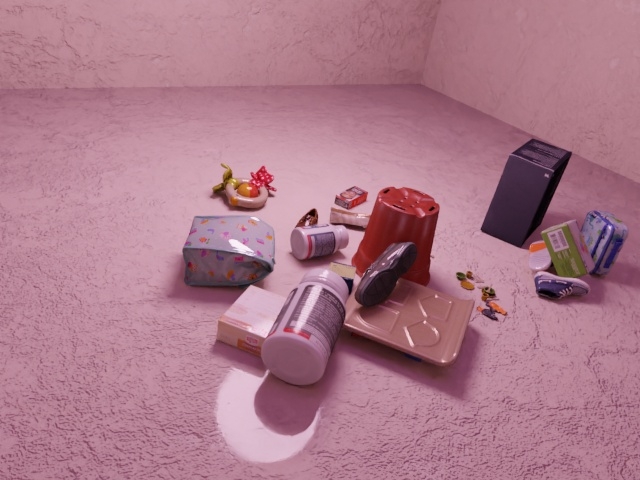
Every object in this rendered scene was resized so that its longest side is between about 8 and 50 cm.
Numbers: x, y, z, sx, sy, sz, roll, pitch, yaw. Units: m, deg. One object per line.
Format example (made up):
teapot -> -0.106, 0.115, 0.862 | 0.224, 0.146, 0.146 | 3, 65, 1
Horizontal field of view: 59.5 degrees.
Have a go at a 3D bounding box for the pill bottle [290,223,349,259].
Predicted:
pill bottle -> 0.000, 0.000, 1.872 | 0.180, 0.108, 0.108 | -8, 35, -30

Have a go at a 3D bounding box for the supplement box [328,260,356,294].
supplement box -> 0.063, 0.116, 1.743 | 0.083, 0.056, 0.083 | 12, 30, 3

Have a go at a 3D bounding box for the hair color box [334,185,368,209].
hair color box -> 0.126, -0.175, 2.281 | 0.072, 0.043, 0.141 | 28, 34, 26

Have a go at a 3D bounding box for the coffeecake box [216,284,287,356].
coffeecake box -> -0.168, 0.211, 1.490 | 0.142, 0.068, 0.185 | 19, 30, 13

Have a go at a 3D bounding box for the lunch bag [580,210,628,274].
lunch bag -> 1.041, 0.008, 2.087 | 0.090, 0.219, 0.176 | 5, 31, -9

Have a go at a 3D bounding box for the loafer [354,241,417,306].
loafer -> 0.179, 0.096, 1.629 | 0.084, 0.096, 0.267 | 13, 43, 44

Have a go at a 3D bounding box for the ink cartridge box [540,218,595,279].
ink cartridge box -> 0.911, 0.022, 2.018 | 0.097, 0.189, 0.255 | -24, -5, 40

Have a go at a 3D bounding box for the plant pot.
plant pot -> 0.257, -0.017, 1.827 | 0.272, 0.265, 0.272 | 8, 30, -4

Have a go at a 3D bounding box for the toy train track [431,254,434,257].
toy train track -> 0.380, 0.037, 2.028 | 0.048, 0.014, 0.083 | -14, 38, -36

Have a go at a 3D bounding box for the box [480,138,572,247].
box -> 0.827, -0.198, 2.248 | 0.178, 0.343, 0.312 | 27, 33, 24

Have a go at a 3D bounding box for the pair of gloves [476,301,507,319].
pair of gloves -> 0.542, 0.220, 1.767 | 0.083, 0.010, 0.074 | -20, 42, -40

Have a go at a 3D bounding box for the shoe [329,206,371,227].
shoe -> 0.139, -0.075, 2.111 | 0.218, 0.058, 0.076 | 12, -2, -6

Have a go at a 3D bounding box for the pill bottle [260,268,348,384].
pill bottle -> -0.027, 0.208, 1.415 | 0.161, 0.161, 0.283 | 16, 38, 10

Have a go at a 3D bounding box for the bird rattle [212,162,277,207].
bird rattle -> -0.281, -0.191, 2.144 | 0.253, 0.143, 0.207 | 9, 39, -30

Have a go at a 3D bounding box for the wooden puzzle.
wooden puzzle -> 0.240, 0.224, 1.601 | 0.347, 0.081, 0.322 | 15, 30, 18

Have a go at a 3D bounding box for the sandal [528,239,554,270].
sandal -> 0.814, 0.072, 2.050 | 0.101, 0.076, 0.265 | -4, 21, 33

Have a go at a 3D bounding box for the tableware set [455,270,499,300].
tableware set -> 0.523, 0.148, 1.872 | 0.104, 0.024, 0.154 | -1, 32, -19

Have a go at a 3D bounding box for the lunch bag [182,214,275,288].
lunch bag -> -0.264, 0.030, 1.685 | 0.262, 0.160, 0.223 | 2, 29, -4

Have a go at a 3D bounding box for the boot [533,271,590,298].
boot -> 0.822, 0.171, 1.906 | 0.189, 0.069, 0.086 | 12, 44, 7

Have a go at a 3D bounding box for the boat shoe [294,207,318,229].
boat shoe -> -0.052, -0.063, 2.011 | 0.064, 0.060, 0.178 | 17, 30, 11
